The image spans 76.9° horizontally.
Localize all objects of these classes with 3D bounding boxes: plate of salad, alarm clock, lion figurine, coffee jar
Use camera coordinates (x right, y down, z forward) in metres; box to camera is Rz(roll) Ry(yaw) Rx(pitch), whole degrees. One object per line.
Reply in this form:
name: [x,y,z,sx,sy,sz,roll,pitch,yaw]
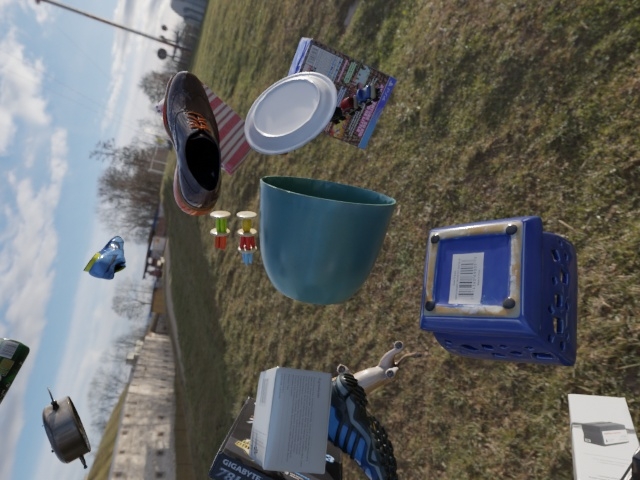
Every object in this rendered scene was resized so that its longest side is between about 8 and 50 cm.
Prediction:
plate of salad: [-0.057,-0.244,0.785,0.200,0.048,0.199,-11,60,21]
alarm clock: [-0.541,0.384,0.844,0.129,0.064,0.191,24,125,48]
lion figurine: [0.171,0.500,1.461,0.240,0.393,0.142,77,178,-56]
coffee jar: [-0.713,0.310,0.866,0.096,0.079,0.184,-37,34,36]

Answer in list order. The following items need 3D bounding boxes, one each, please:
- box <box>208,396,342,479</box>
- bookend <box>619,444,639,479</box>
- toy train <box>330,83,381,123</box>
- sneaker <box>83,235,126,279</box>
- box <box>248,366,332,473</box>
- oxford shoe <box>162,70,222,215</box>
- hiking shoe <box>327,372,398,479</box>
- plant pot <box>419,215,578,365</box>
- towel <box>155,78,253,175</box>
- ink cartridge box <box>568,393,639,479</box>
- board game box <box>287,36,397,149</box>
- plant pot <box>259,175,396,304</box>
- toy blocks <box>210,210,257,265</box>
box: [-0.090,0.531,0.992,0.293,0.296,0.073,-33,-32,-85]
bookend: [0.396,0.229,0.395,0.157,0.072,0.156,20,137,54]
toy train: [0.055,-0.244,0.725,0.158,0.036,0.027,-5,83,61]
sneaker: [-0.581,0.053,1.129,0.069,0.082,0.209,-55,19,12]
box: [-0.064,0.363,0.829,0.181,0.119,0.181,131,148,-63]
oxford shoe: [-0.210,-0.185,0.701,0.098,0.097,0.270,-28,71,55]
hiking shoe: [0.087,0.495,1.016,0.132,0.113,0.303,-32,70,18]
plant pot: [0.317,0.089,0.743,0.236,0.212,0.235,-7,64,42]
towel: [-0.231,-0.243,0.852,0.029,0.197,0.144,-31,25,42]
ink cartridge box: [0.643,0.531,0.904,0.129,0.308,0.222,-5,102,30]
board game box: [0.044,-0.453,1.255,0.231,0.292,0.141,-65,24,21]
plant pot: [0.000,0.000,0.892,0.293,0.294,0.234,-133,49,-66]
toy blocks: [-0.236,-0.003,1.099,0.054,0.124,0.147,-110,21,-67]
